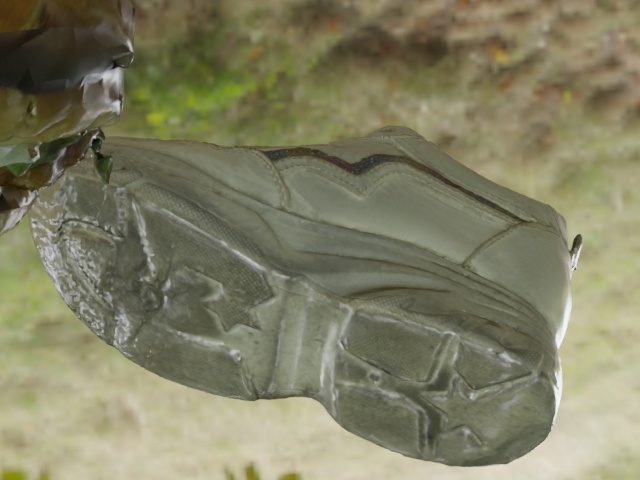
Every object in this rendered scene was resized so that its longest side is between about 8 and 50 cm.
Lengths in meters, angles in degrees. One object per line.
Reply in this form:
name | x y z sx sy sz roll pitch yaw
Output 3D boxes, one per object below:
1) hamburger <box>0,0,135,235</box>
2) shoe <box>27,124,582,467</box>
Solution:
hamburger | -0.140 -0.100 0.540 0.183 0.206 0.130 10 150 -38
shoe | 0.000 0.000 1.041 0.342 0.132 0.210 20 -142 10
